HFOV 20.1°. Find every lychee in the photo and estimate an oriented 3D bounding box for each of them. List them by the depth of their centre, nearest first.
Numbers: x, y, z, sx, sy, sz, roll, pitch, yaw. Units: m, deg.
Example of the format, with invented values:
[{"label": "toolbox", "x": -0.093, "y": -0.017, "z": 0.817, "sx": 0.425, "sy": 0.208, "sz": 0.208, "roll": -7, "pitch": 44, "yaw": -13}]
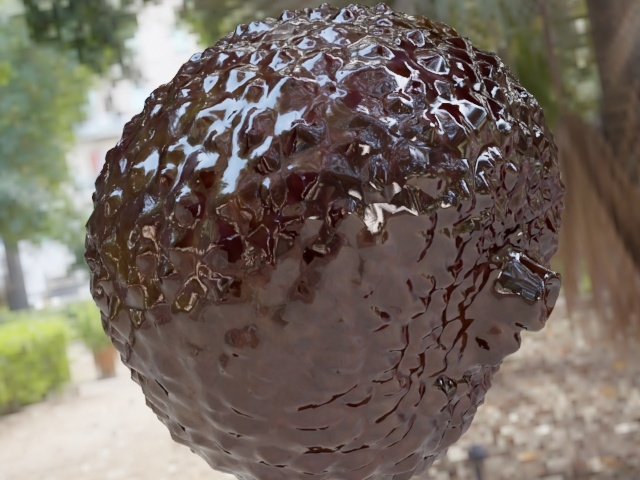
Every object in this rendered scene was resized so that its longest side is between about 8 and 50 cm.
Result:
[{"label": "lychee", "x": 0.000, "y": 0.000, "z": 0.925, "sx": 0.261, "sy": 0.260, "sz": 0.260, "roll": -10, "pitch": 0, "yaw": 0}]
